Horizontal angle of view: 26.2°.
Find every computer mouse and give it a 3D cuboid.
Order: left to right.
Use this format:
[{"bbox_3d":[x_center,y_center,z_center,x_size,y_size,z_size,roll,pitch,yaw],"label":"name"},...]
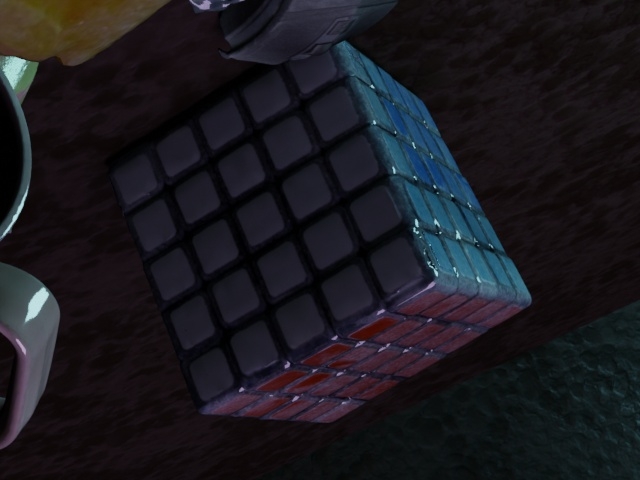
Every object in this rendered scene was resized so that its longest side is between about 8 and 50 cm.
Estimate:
[{"bbox_3d":[0.006,-0.177,0.955,0.126,0.071,0.231,-15,159,-25],"label":"computer mouse"}]

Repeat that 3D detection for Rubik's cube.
[{"bbox_3d":[0.000,0.000,1.163,0.238,0.237,0.237,-32,160,17],"label":"Rubik's cube"}]

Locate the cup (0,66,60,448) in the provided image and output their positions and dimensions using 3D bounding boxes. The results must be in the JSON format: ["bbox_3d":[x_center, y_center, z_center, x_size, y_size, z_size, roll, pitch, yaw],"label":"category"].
[{"bbox_3d":[-0.290,-0.006,0.813,0.288,0.208,0.273,13,145,-28],"label":"cup"}]

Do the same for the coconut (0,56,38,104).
[{"bbox_3d":[-0.221,-0.107,0.864,0.083,0.081,0.082,21,158,5],"label":"coconut"}]

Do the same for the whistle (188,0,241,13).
[{"bbox_3d":[0.016,-0.224,0.791,0.269,0.093,0.180,-29,139,24],"label":"whistle"}]

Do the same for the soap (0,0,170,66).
[{"bbox_3d":[-0.092,-0.236,0.581,0.335,0.156,0.293,-33,158,18],"label":"soap"}]
